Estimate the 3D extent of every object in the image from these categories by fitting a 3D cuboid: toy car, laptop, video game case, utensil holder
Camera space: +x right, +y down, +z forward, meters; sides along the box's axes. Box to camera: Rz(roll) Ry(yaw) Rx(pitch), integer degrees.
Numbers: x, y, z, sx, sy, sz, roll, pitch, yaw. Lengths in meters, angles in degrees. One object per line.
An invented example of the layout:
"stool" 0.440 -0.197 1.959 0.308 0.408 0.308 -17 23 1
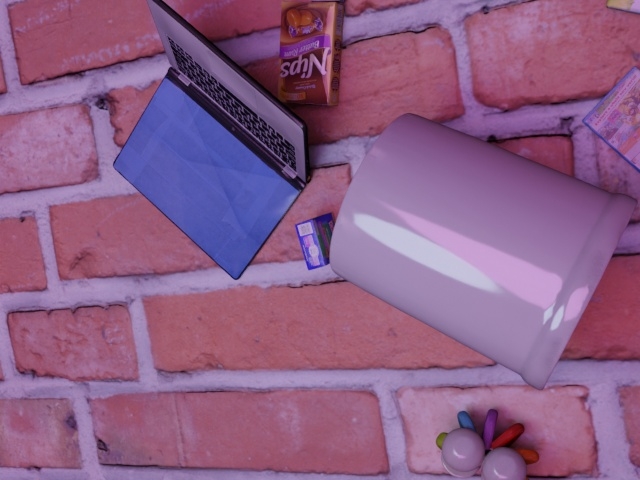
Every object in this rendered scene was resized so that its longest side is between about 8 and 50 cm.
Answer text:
"toy car" 0.304 0.374 1.401 0.182 0.159 0.136 22 72 18
"laptop" -0.234 -0.176 1.473 0.382 0.408 0.236 41 78 11
"video game case" 0.532 -0.184 1.267 0.166 0.015 0.119 45 113 10
"utensil holder" 0.253 0.003 1.249 0.385 0.327 0.327 28 108 18

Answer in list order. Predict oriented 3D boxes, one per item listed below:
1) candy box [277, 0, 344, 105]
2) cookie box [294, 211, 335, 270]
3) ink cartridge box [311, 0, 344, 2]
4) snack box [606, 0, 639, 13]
"candy box" -0.019 -0.348 1.447 0.109 0.053 0.186 7 103 21
"cookie box" 0.000 0.000 1.468 0.040 0.107 0.092 -15 94 23
"ink cartridge box" 0.014 -0.496 1.421 0.063 0.029 0.115 6 100 22
"snack box" 0.534 -0.402 1.216 0.141 0.037 0.100 19 107 18
